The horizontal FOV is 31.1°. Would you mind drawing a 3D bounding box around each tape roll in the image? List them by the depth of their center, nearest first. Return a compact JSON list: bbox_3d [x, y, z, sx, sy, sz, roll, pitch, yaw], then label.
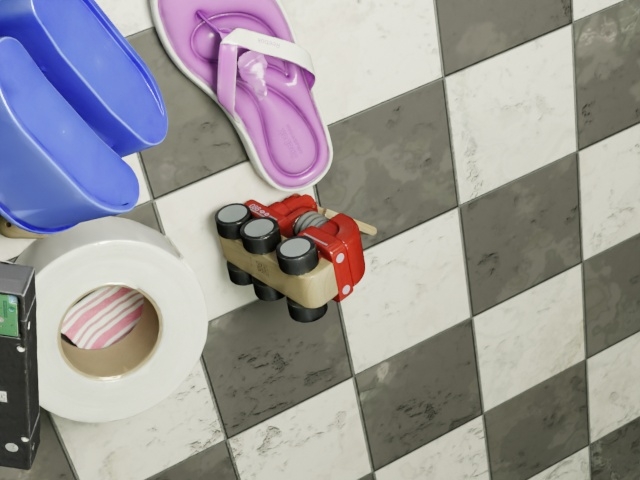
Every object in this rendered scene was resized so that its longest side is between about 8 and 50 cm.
[{"bbox_3d":[-0.306,0.111,1.631,0.286,0.100,0.286,-9,114,-20],"label":"tape roll"}]

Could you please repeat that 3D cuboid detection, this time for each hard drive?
[{"bbox_3d":[-0.488,0.156,1.496,0.237,0.064,0.339,8,130,-2],"label":"hard drive"}]

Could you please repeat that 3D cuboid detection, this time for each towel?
[{"bbox_3d":[-0.287,0.139,1.733,0.144,0.029,0.197,-40,130,-6],"label":"towel"}]

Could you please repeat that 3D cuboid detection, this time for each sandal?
[{"bbox_3d":[-0.078,-0.223,1.590,0.169,0.102,0.416,-40,130,-5],"label":"sandal"}]

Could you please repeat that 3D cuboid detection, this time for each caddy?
[{"bbox_3d":[-0.345,-0.161,1.387,0.341,0.179,0.241,53,43,-40],"label":"caddy"}]

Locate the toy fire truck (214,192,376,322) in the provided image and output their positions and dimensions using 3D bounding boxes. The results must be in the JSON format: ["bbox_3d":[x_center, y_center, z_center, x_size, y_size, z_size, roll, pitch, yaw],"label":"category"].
[{"bbox_3d":[0.000,0.000,1.717,0.246,0.217,0.158,-34,131,-28],"label":"toy fire truck"}]

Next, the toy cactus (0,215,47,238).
[{"bbox_3d":[-0.431,-0.034,1.504,0.180,0.112,0.219,14,101,-47],"label":"toy cactus"}]
